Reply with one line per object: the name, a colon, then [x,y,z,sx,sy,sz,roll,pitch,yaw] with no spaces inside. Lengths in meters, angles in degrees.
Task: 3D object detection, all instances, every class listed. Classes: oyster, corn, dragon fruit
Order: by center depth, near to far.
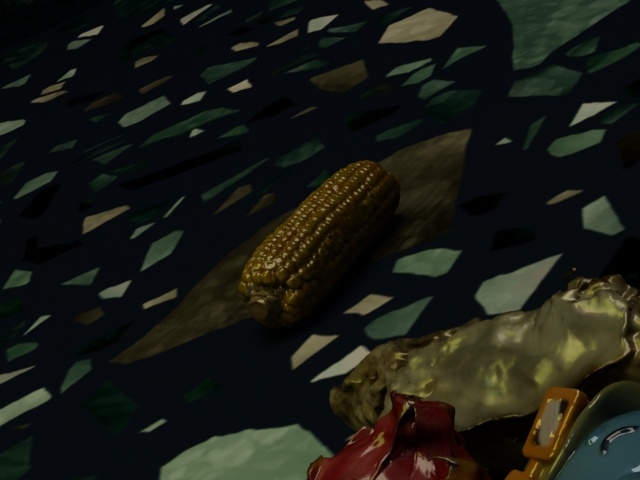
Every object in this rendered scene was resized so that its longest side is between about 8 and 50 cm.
dragon fruit: [0.046,0.163,1.055,0.133,0.166,0.136,9,12,-25]
oyster: [0.128,0.099,1.126,0.341,0.166,0.110,-7,58,34]
corn: [0.000,0.000,1.563,0.068,0.068,0.207,-6,29,37]

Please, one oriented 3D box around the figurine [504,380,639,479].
figurine: [0.194,0.144,0.926,0.154,0.180,0.262,-1,-1,-39]
